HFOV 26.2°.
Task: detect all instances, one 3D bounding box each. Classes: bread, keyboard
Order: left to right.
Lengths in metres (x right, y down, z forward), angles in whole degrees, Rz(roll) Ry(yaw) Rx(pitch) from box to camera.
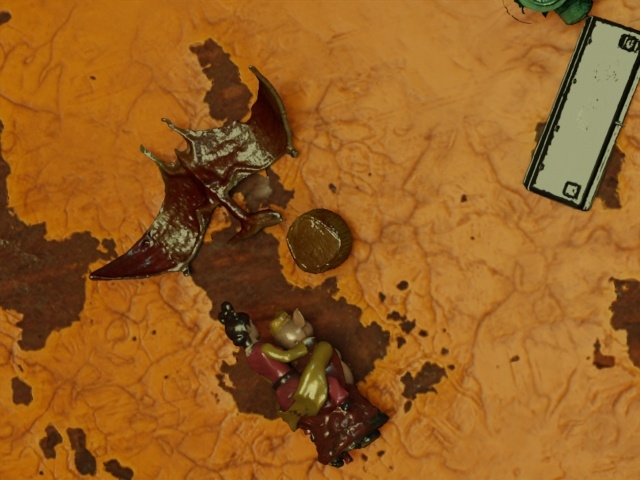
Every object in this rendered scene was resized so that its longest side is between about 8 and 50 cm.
[{"bbox_3d":[0.000,0.000,1.769,0.085,0.053,0.085,6,104,24],"label":"bread"},{"bbox_3d":[0.329,-0.154,1.677,0.094,0.025,0.230,23,99,16],"label":"keyboard"}]

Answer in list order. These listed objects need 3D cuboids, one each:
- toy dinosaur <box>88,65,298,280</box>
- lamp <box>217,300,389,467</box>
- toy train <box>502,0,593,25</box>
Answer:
[{"bbox_3d":[-0.169,-0.069,1.786,0.327,0.113,0.206,-22,86,18],"label":"toy dinosaur"},{"bbox_3d":[-0.024,0.168,1.758,0.118,0.118,0.253,-42,78,14],"label":"lamp"},{"bbox_3d":[0.249,-0.396,1.597,0.189,0.126,0.307,-34,107,25],"label":"toy train"}]
